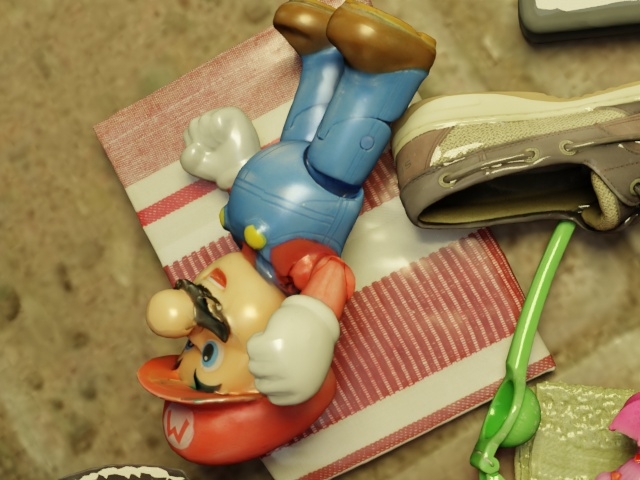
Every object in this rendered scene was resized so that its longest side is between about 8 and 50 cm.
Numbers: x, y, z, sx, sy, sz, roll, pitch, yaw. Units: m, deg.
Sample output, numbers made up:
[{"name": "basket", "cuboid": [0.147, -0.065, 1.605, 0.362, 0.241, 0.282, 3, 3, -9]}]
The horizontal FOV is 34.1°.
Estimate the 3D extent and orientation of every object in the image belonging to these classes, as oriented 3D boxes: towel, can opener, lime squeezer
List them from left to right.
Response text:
[{"name": "towel", "cuboid": [0.000, 0.000, 0.797, 0.237, 0.037, 0.329, -27, 85, 6]}, {"name": "lime squeezer", "cuboid": [0.157, 0.144, 0.725, 0.110, 0.059, 0.310, -12, 83, 10]}, {"name": "towel", "cuboid": [0.215, 0.159, 0.756, 0.148, 0.027, 0.110, 3, 88, 11]}, {"name": "can opener", "cuboid": [0.281, -0.161, 0.732, 0.280, 0.074, 0.093, 1, 89, 10]}]

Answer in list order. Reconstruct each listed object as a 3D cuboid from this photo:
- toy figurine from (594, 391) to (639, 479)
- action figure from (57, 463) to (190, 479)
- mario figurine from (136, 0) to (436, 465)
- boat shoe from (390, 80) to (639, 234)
[{"name": "toy figurine", "cuboid": [0.245, 0.174, 0.684, 0.173, 0.130, 0.159, -42, 83, 13]}, {"name": "action figure", "cuboid": [-0.118, 0.238, 0.704, 0.099, 0.285, 0.185, -11, 62, -18]}, {"name": "mario figurine", "cuboid": [-0.045, -0.006, 0.688, 0.170, 0.198, 0.320, 19, 93, 6]}, {"name": "boat shoe", "cuboid": [0.191, -0.049, 0.711, 0.285, 0.103, 0.092, -2, 62, 3]}]
